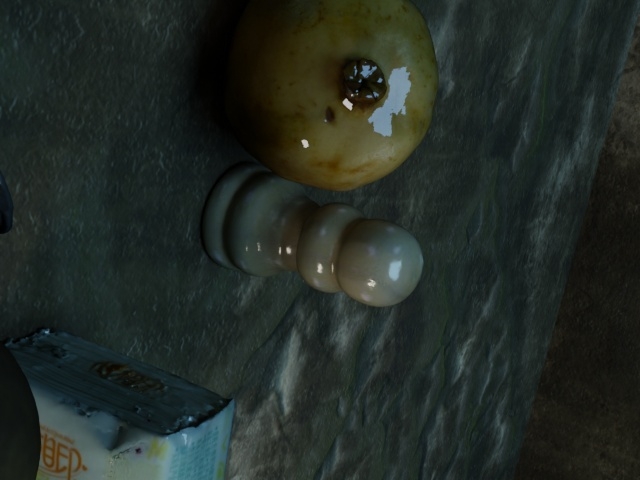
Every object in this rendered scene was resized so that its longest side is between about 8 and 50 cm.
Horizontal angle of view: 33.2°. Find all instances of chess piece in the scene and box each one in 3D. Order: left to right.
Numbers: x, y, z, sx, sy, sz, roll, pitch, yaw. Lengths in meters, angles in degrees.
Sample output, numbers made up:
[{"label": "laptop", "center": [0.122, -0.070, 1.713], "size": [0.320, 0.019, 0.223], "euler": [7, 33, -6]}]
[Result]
[{"label": "chess piece", "center": [0.000, 0.000, 1.476], "size": [0.167, 0.299, 0.167], "euler": [-32, 130, -47]}]

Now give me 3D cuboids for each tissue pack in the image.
[{"label": "tissue pack", "center": [-0.268, 0.331, 1.252], "size": [0.162, 0.287, 0.388], "euler": [-21, 124, -59]}]

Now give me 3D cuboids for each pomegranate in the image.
[{"label": "pomegranate", "center": [0.005, -0.207, 1.398], "size": [0.307, 0.307, 0.307], "euler": [-34, 133, -45]}]

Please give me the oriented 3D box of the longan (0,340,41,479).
[{"label": "longan", "center": [-0.406, 0.196, 0.976], "size": [0.243, 0.300, 0.300], "euler": [-105, -154, -76]}]

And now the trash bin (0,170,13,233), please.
[{"label": "trash bin", "center": [-0.395, -0.041, 0.978], "size": [0.161, 0.175, 0.175], "euler": [-37, 137, -26]}]
